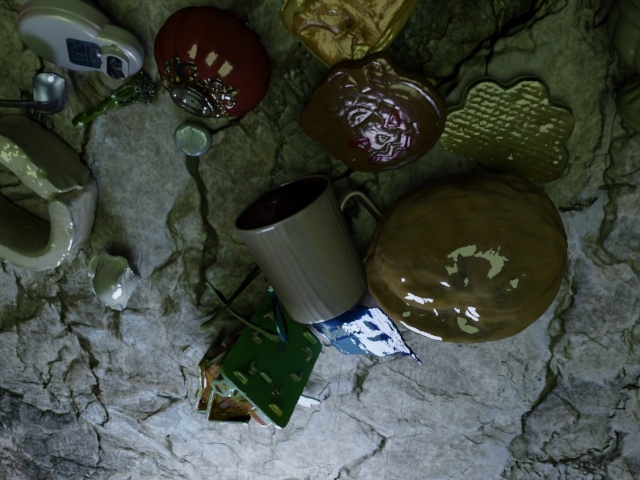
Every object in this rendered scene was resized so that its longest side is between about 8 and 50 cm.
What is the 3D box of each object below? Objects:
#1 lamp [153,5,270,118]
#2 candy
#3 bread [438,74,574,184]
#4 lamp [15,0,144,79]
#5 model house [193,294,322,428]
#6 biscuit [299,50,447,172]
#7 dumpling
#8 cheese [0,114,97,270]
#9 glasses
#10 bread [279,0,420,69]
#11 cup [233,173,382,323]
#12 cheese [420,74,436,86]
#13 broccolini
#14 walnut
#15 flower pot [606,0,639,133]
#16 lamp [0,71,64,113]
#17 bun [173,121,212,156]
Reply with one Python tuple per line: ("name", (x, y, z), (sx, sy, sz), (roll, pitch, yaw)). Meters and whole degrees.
("lamp", (-0.201, -0.341, 1.114), (0.226, 0.227, 0.227), (3, 118, 5))
("candy", (0.077, 0.212, 1.365), (0.187, 0.077, 0.331), (49, 150, -20))
("bread", (0.386, -0.235, 1.181), (0.286, 0.056, 0.207), (22, 121, -6))
("lamp", (-0.464, -0.406, 1.145), (0.246, 0.108, 0.179), (17, 162, -14))
("model house", (-0.159, 0.382, 1.449), (0.323, 0.300, 0.340), (-36, 103, 33))
("biscuit", (0.103, -0.240, 1.158), (0.257, 0.049, 0.273), (35, 137, -21))
("dumpling", (-0.511, 0.090, 1.438), (0.127, 0.108, 0.188), (40, 133, 14))
("cheese", (-0.671, -0.102, 1.319), (0.332, 0.153, 0.292), (37, 116, -14))
("glasses", (-0.167, 0.137, 1.319), (0.206, 0.239, 0.102), (3, 128, -24))
("bread", (0.058, -0.437, 1.087), (0.210, 0.099, 0.235), (38, 117, -13))
("cup", (-0.014, 0.000, 1.296), (0.208, 0.288, 0.273), (3, 127, 47))
("cheese", (0.178, -0.259, 1.204), (0.086, 0.036, 0.163), (12, 118, 1))
("broccolini", (-0.443, -0.290, 1.262), (0.216, 0.058, 0.067), (-24, 78, 26))
("walnut", (0.296, 0.022, 1.175), (0.383, 0.384, 0.384), (3, 118, 5))
("flower pot", (0.634, -0.322, 0.987), (0.307, 0.307, 0.244), (-3, 138, 8))
("lamp", (-0.649, -0.359, 1.157), (0.283, 0.124, 0.203), (46, 146, -16))
("bun", (-0.276, -0.221, 1.271), (0.083, 0.045, 0.083), (1, 119, 2))
